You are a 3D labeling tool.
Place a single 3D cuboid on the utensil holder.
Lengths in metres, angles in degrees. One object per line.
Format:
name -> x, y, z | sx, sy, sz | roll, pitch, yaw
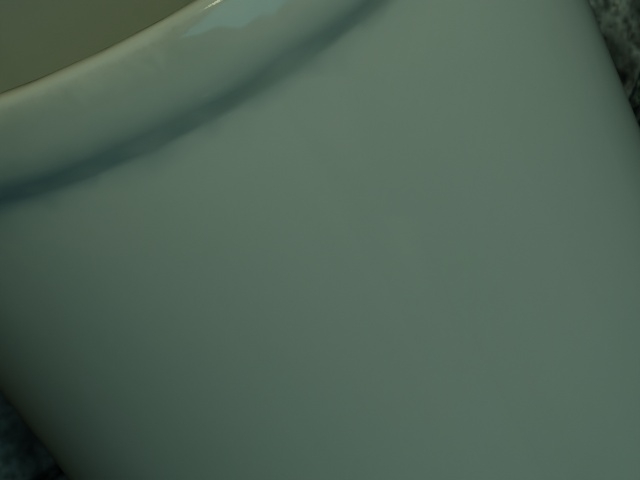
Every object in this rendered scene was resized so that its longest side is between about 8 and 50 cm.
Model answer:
utensil holder -> 0.000, 0.000, 0.735 | 0.327, 0.327, 0.385 | -42, 122, -19
